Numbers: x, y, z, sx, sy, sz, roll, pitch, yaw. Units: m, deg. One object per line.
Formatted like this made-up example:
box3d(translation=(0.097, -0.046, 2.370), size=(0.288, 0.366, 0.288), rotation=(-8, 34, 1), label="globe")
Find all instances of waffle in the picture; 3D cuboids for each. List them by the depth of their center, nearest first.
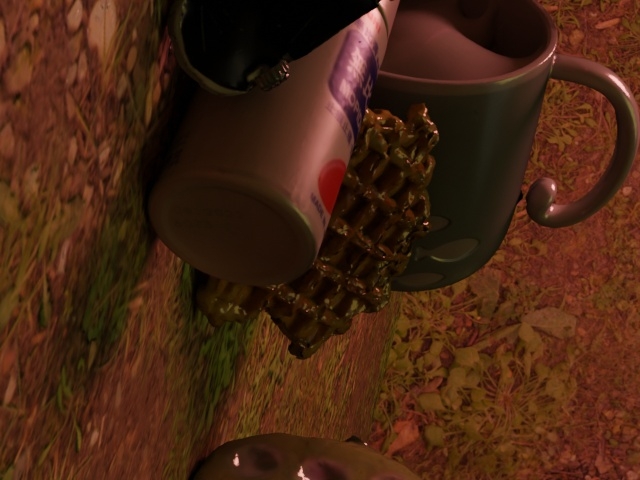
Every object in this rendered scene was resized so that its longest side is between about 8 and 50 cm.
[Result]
box3d(translation=(-0.001, -0.001, 1.289), size=(0.291, 0.051, 0.291), rotation=(-27, 141, -24), label="waffle")

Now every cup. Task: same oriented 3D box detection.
box3d(translation=(0.139, -0.101, 1.468), size=(0.259, 0.357, 0.274), rotation=(-73, 173, -52), label="cup")

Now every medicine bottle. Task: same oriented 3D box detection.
box3d(translation=(-0.021, -0.135, 1.117), size=(0.130, 0.130, 0.341), rotation=(91, 13, -52), label="medicine bottle")

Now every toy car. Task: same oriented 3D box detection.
box3d(translation=(-0.018, -0.179, 1.009), size=(0.205, 0.095, 0.056), rotation=(-37, -163, -14), label="toy car")

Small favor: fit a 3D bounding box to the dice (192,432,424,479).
box3d(translation=(-0.021, 0.354, 1.406), size=(0.254, 0.252, 0.249), rotation=(-67, 167, -60), label="dice")
